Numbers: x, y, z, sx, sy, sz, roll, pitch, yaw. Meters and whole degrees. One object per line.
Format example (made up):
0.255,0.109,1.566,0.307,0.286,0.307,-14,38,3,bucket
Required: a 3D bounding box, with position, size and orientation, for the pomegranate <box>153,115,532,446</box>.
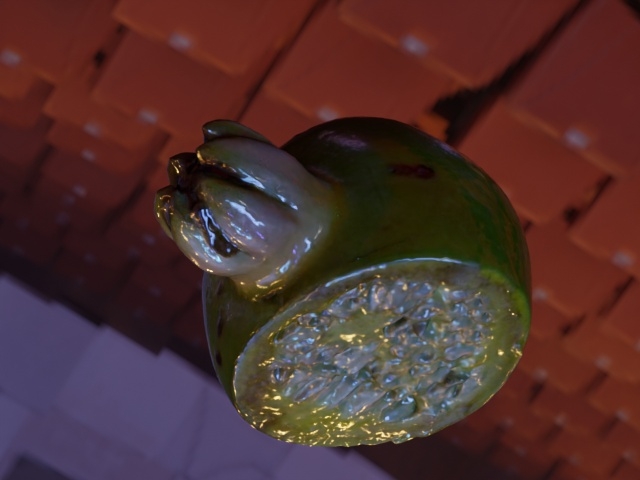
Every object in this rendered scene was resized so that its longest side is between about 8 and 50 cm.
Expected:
-0.002,0.010,1.090,0.241,0.190,0.159,4,-133,-25,pomegranate
